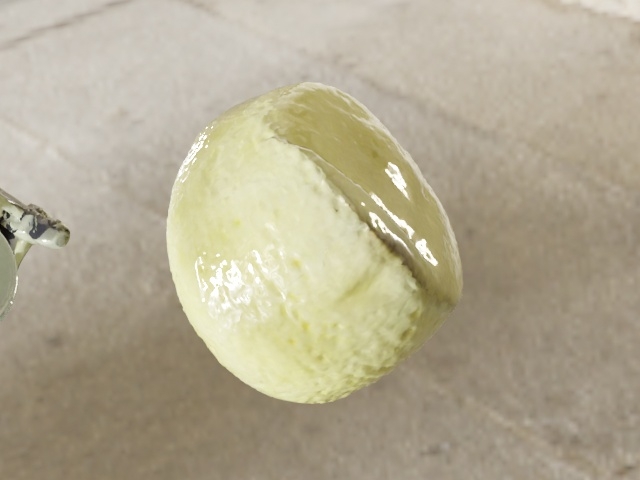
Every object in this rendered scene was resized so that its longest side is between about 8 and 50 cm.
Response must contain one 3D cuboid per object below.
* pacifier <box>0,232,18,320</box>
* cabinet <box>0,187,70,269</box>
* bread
[{"bbox_3d":[-0.249,0.001,1.048,0.150,0.116,0.127,-8,58,-32],"label":"pacifier"},{"bbox_3d":[-0.468,0.012,1.780,0.318,0.227,0.290,30,85,48],"label":"cabinet"},{"bbox_3d":[-0.010,0.005,1.769,0.237,0.320,0.320,-26,25,20],"label":"bread"}]
